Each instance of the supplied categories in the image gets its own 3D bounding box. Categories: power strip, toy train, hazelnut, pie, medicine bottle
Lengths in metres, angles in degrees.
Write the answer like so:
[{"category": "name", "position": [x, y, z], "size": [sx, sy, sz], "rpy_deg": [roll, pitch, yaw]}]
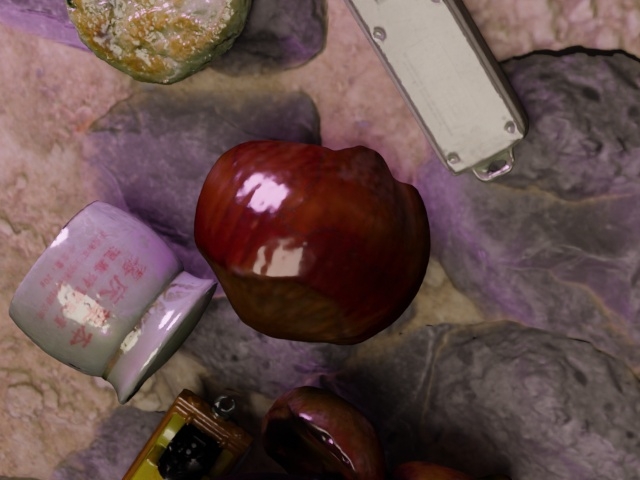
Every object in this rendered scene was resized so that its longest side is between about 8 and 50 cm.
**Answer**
[{"category": "power strip", "position": [0.080, -0.172, 0.808], "size": [0.078, 0.052, 0.272], "rpy_deg": [-29, 100, 24]}, {"category": "toy train", "position": [-0.148, 0.239, 0.989], "size": [0.089, 0.127, 0.219], "rpy_deg": [37, 117, 2]}, {"category": "hazelnut", "position": [-0.005, 0.006, 0.856], "size": [0.201, 0.161, 0.170], "rpy_deg": [23, 136, -33]}, {"category": "pie", "position": [-0.144, -0.227, 0.864], "size": [0.186, 0.041, 0.187], "rpy_deg": [6, 111, 15]}, {"category": "medicine bottle", "position": [-0.188, 0.057, 0.923], "size": [0.143, 0.147, 0.147], "rpy_deg": [37, 116, 1]}]

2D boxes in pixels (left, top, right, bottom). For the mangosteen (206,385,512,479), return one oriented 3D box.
[{"category": "mangosteen", "position": [-0.003, 0.337, 0.835], "size": [0.382, 0.382, 0.435], "rpy_deg": [38, 79, 1]}]
